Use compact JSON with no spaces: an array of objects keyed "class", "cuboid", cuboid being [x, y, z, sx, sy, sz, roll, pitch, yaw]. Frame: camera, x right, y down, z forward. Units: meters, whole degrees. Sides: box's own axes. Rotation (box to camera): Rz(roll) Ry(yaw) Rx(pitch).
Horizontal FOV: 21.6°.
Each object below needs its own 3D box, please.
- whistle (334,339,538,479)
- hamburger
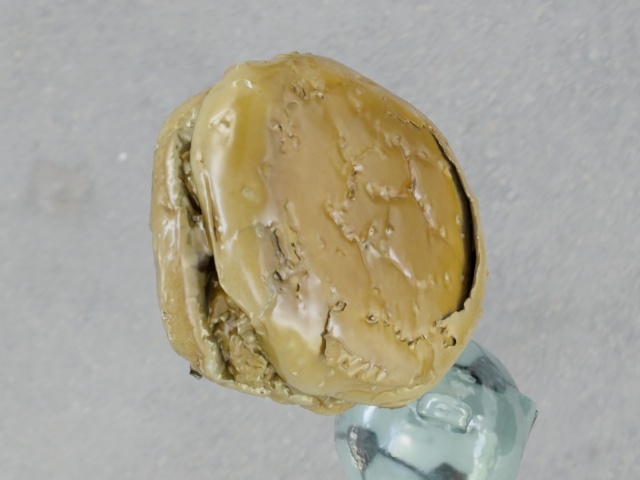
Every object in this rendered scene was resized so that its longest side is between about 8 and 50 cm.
[{"class":"whistle","cuboid":[0.085,0.154,1.338,0.163,0.289,0.163,1,76,-3]},{"class":"hamburger","cuboid":[0.000,-0.002,0.944,0.108,0.214,0.213,-24,96,43]}]
